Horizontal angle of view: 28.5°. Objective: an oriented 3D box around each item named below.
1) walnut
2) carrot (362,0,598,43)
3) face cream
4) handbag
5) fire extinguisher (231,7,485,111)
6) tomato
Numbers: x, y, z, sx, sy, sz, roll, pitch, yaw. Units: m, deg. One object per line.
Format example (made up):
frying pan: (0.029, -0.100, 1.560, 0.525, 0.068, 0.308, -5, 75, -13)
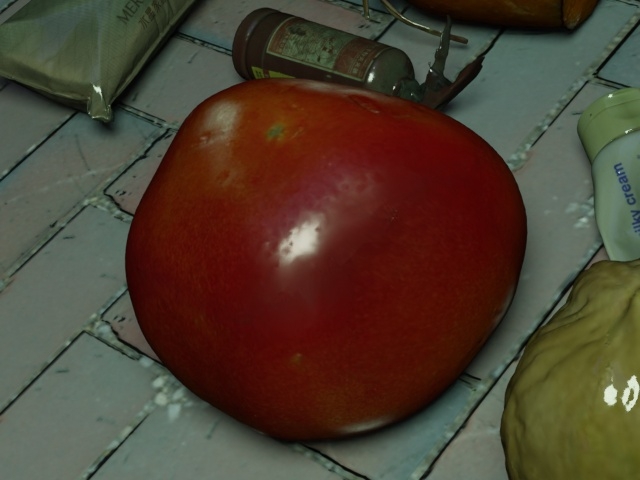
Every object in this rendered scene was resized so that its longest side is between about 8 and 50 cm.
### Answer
walnut: (0.216, 0.104, 0.751, 0.228, 0.228, 0.228, -9, 46, 9)
carrot: (0.151, -0.296, 1.174, 0.331, 0.214, 0.193, 17, 25, 26)
face cream: (0.270, -0.016, 0.967, 0.114, 0.070, 0.224, -17, 54, 2)
handbag: (-0.223, -0.231, 1.283, 0.182, 0.117, 0.270, 20, 55, 16)
fire extinguisher: (0.032, -0.162, 1.141, 0.252, 0.106, 0.075, 23, 41, 34)
tomato: (0.000, 0.000, 0.916, 0.299, 0.226, 0.298, -7, 48, 7)
